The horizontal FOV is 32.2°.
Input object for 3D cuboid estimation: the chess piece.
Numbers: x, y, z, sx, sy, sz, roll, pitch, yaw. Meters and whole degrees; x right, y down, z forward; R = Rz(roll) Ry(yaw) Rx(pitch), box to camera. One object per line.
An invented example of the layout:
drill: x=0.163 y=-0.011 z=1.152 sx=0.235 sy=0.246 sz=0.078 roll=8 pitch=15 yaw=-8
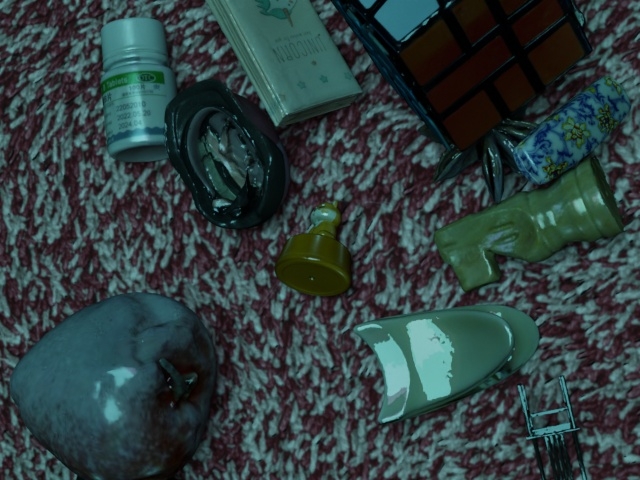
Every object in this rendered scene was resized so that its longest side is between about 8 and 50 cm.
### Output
chess piece: x=0.337 y=-0.022 z=1.828 sx=0.300 sy=0.137 sz=0.137 roll=-22 pitch=78 yaw=21

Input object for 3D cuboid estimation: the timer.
timer: x=0.000 y=0.000 z=1.899 sx=0.132 sy=0.132 sz=0.152 roll=6 pitch=61 yaw=13

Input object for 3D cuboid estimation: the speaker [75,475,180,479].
speaker: x=-0.267 y=0.495 z=1.843 sx=0.388 sy=0.184 sz=0.180 roll=16 pitch=87 yaw=15

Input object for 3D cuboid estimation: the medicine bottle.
medicine bottle: x=-0.323 y=-0.267 z=1.977 sx=0.139 sy=0.139 sz=0.237 roll=-9 pitch=83 yaw=11

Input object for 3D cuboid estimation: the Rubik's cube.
Rubik's cube: x=0.209 y=-0.365 z=1.758 sx=0.293 sy=0.283 sz=0.288 roll=-38 pitch=48 yaw=1

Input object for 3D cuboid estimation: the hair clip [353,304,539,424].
hair clip: x=0.216 y=0.183 z=1.828 sx=0.282 sy=0.113 sz=0.173 roll=-19 pitch=79 yaw=14

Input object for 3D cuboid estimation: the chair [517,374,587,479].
chair: x=0.376 y=0.327 z=1.772 sx=0.084 sy=0.101 sz=0.213 roll=-13 pitch=79 yaw=10

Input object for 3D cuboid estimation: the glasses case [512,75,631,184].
glasses case: x=0.412 y=-0.179 z=1.801 sx=0.248 sy=0.065 sz=0.087 roll=-37 pitch=89 yaw=-27

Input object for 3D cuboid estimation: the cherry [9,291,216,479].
cherry: x=-0.331 y=0.234 z=1.839 sx=0.335 sy=0.291 sz=0.326 roll=28 pitch=88 yaw=32

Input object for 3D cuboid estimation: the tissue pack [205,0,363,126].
tissue pack: x=-0.077 y=-0.361 z=1.936 sx=0.170 sy=0.071 sz=0.325 roll=-21 pitch=76 yaw=-33

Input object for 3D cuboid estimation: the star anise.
star anise: x=0.281 y=-0.167 z=1.856 sx=0.236 sy=0.093 sz=0.229 roll=-2 pitch=68 yaw=7

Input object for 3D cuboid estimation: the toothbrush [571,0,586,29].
toothbrush: x=0.385 y=-0.526 z=1.912 sx=0.041 sy=0.041 sz=0.364 roll=-21 pitch=78 yaw=9

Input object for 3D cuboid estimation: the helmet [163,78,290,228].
helmet: x=-0.143 y=-0.146 z=1.910 sx=0.198 sy=0.154 sz=0.253 roll=-21 pitch=83 yaw=34
